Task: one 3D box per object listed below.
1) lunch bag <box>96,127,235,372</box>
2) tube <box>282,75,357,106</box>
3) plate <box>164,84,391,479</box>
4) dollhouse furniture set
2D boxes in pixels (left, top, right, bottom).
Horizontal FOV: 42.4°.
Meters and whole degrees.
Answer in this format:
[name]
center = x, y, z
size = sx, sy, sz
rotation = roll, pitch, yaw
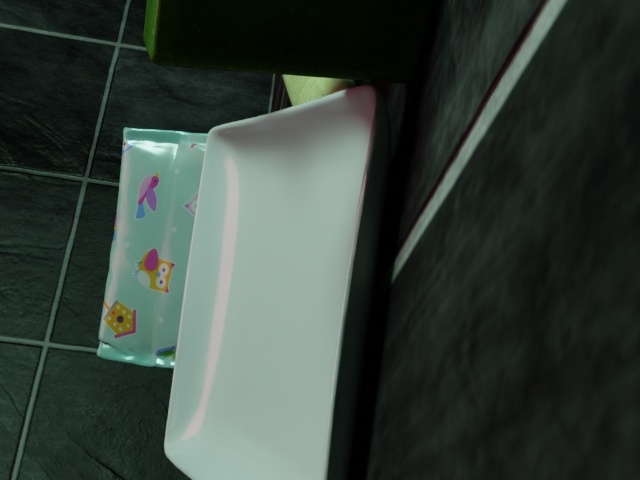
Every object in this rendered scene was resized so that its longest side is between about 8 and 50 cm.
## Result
[lunch bag]
center = -0.088, 0.019, 0.834
size = 0.262, 0.160, 0.223
rotation = 19, -102, -70
[tube]
center = 0.007, -0.112, 0.694
size = 0.070, 0.062, 0.240
rotation = 52, -168, -28
[plate]
center = -0.034, 0.047, 0.579
size = 0.278, 0.045, 0.277
rotation = 2, 83, 63
[dollhouse furniture set]
center = -0.012, -0.264, 0.467
size = 0.197, 0.151, 0.301
rotation = -115, 33, -58
